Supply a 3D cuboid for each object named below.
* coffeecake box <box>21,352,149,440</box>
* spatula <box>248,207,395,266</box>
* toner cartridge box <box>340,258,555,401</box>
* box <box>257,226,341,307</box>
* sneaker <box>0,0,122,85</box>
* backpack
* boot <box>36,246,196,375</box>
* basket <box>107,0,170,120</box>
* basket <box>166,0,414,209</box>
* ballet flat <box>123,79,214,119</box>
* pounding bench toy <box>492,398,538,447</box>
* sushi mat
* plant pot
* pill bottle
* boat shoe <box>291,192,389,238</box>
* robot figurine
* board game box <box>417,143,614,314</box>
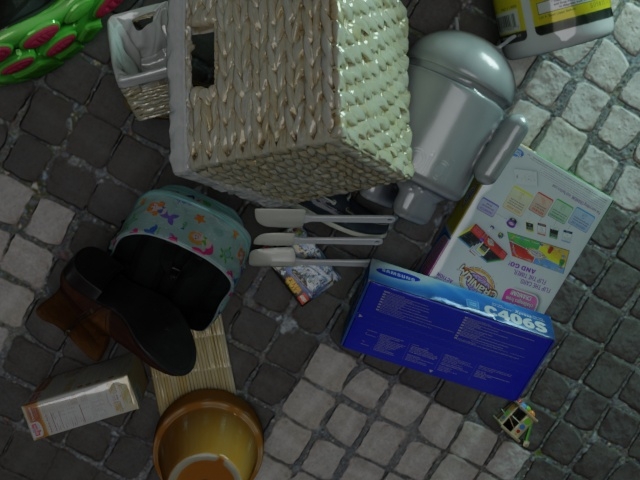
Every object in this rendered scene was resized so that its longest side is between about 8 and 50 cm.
[{"bbox_3d":[-0.411,0.271,1.387,0.186,0.142,0.068,-16,101,-2],"label":"coffeecake box"},{"bbox_3d":[0.000,0.000,1.368,0.242,0.019,0.168,1,138,-10],"label":"spatula"},{"bbox_3d":[0.227,0.165,1.424,0.348,0.075,0.165,18,122,-4],"label":"toner cartridge box"},{"bbox_3d":[-0.039,0.043,1.444,0.094,0.027,0.137,-36,101,0],"label":"box"},{"bbox_3d":[-0.446,-0.429,1.269,0.483,0.185,0.202,-41,83,-1],"label":"sneaker"},{"bbox_3d":[-0.234,0.021,1.306,0.225,0.253,0.191,26,60,-9],"label":"backpack"},{"bbox_3d":[-0.354,0.162,1.316,0.264,0.280,0.096,39,51,-8],"label":"boot"},{"bbox_3d":[-0.276,-0.293,1.287,0.113,0.167,0.103,-16,145,-3],"label":"basket"},{"bbox_3d":[-0.031,-0.238,1.176,0.267,0.331,0.328,-5,81,23],"label":"basket"},{"bbox_3d":[-0.226,-0.245,1.352,0.232,0.073,0.080,0,102,-6],"label":"ballet flat"},{"bbox_3d":[0.394,0.356,1.530,0.083,0.052,0.065,42,93,-11],"label":"pounding bench toy"},{"bbox_3d":[-0.241,0.248,1.464,0.151,0.019,0.316,-10,101,-5],"label":"sushi mat"},{"bbox_3d":[-0.201,0.393,1.387,0.205,0.188,0.205,-1,100,-6],"label":"plant pot"},{"bbox_3d":[0.369,-0.488,1.313,0.188,0.188,0.333,-15,101,-3],"label":"pill bottle"},{"bbox_3d":[0.012,-0.080,1.398,0.255,0.095,0.079,24,108,0],"label":"boat shoe"},{"bbox_3d":[0.201,-0.205,1.338,0.300,0.200,0.353,29,96,24],"label":"robot figurine"},{"bbox_3d":[0.357,-0.001,1.459,0.242,0.064,0.316,29,96,-10],"label":"board game box"}]
